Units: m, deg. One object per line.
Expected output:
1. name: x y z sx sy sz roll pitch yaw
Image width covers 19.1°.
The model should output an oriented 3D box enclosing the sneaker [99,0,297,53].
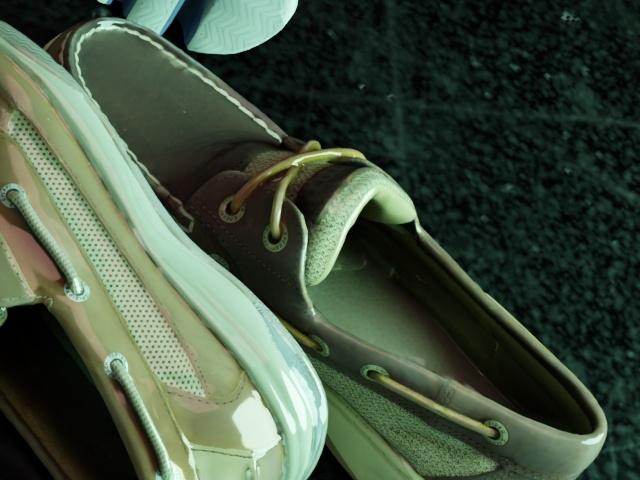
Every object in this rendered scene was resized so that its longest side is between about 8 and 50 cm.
1. sneaker: -0.138 -0.245 1.035 0.315 0.127 0.182 31 44 -15

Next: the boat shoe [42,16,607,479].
1. boat shoe: 0.000 0.000 0.922 0.342 0.123 0.123 47 49 8

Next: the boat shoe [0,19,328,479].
1. boat shoe: -0.140 0.009 0.846 0.324 0.123 0.116 44 50 8
